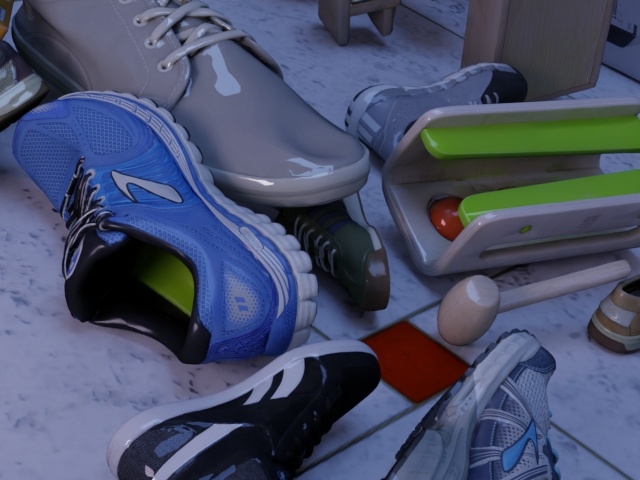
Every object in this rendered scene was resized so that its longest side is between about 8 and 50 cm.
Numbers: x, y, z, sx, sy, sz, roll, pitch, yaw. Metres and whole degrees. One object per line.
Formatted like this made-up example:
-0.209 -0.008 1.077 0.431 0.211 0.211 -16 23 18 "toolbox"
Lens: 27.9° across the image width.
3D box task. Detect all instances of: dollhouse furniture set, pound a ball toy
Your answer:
0.186 -0.382 1.557 0.362 0.256 0.394 -16 50 -17 "dollhouse furniture set"
0.197 -0.009 1.198 0.319 0.136 0.208 -8 62 -31 "pound a ball toy"

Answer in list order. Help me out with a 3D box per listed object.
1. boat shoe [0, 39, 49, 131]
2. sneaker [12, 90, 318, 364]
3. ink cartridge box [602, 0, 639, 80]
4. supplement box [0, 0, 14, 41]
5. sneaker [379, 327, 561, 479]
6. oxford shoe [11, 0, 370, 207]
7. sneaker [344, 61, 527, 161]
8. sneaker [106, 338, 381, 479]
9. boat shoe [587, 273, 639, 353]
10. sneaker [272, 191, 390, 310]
-0.334 -0.097 1.080 0.223 0.080 0.073 -37 92 -32 "boat shoe"
-0.154 -0.016 1.028 0.147 0.130 0.330 -16 42 -44 "sneaker"
0.454 -0.309 1.776 0.273 0.114 0.197 34 37 29 "ink cartridge box"
-0.346 -0.208 1.231 0.080 0.078 0.233 34 8 -17 "supplement box"
0.115 0.169 0.898 0.122 0.110 0.283 40 38 6 "sneaker"
-0.135 -0.163 1.182 0.169 0.130 0.449 -20 43 -41 "oxford shoe"
0.150 -0.115 1.376 0.229 0.086 0.132 -15 46 -25 "sneaker"
-0.024 0.150 0.876 0.217 0.079 0.121 -19 47 -31 "sneaker"
0.324 0.046 1.186 0.068 0.072 0.190 36 37 30 "boat shoe"
0.000 0.000 1.139 0.086 0.064 0.192 -2 34 -12 "sneaker"
